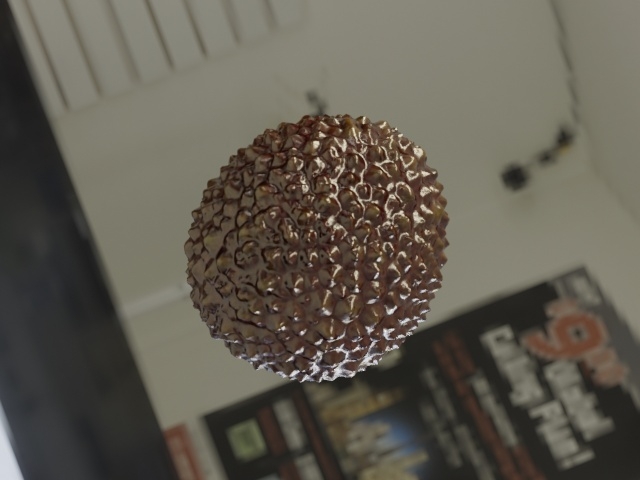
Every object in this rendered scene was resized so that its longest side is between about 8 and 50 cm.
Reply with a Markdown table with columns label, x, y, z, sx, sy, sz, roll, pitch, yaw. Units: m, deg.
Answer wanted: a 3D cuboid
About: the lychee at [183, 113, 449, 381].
| label | x | y | z | sx | sy | sz | roll | pitch | yaw |
| --- | --- | --- | --- | --- | --- | --- | --- | --- | --- |
| lychee | 0.000 | 0.000 | 1.264 | 0.188 | 0.188 | 0.188 | 159 | -90 | -85 |
